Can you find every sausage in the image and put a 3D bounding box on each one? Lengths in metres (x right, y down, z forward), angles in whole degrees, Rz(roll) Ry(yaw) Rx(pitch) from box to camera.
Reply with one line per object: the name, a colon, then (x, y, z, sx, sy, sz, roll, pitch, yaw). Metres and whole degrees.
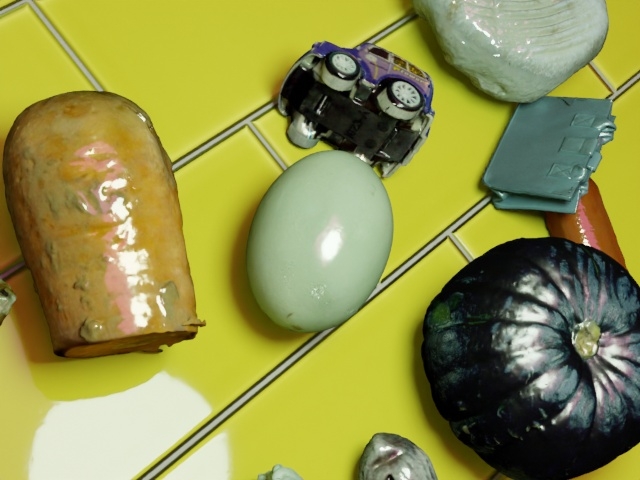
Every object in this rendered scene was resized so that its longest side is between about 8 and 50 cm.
sausage: (0.451, 0.038, 1.746, 0.097, 0.094, 0.348, -14, 74, -3)

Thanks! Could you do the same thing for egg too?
egg: (0.000, 0.000, 1.507, 0.203, 0.203, 0.282, 23, 60, -13)

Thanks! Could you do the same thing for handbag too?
handbag: (0.388, -0.145, 1.755, 0.229, 0.179, 0.062, -61, 144, -29)

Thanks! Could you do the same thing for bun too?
bun: (0.314, -0.399, 1.807, 0.355, 0.194, 0.354, 8, 69, -20)

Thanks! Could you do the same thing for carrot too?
carrot: (-0.290, -0.019, 1.386, 0.224, 0.224, 0.340, -8, 79, -26)

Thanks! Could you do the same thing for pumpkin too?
pumpkin: (0.327, 0.172, 1.544, 0.363, 0.266, 0.363, 8, 71, -23)

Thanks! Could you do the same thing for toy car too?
toy car: (0.060, -0.225, 1.658, 0.235, 0.172, 0.158, 28, 45, -8)

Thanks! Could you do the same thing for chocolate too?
chocolate: (0.130, 0.383, 1.469, 0.110, 0.110, 0.248, -16, 80, -28)

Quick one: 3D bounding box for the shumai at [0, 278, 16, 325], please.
shumai: (-0.503, 0.049, 1.261, 0.222, 0.225, 0.261, 53, 44, 5)

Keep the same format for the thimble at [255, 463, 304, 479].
thimble: (-0.062, 0.390, 1.345, 0.149, 0.185, 0.211, 47, 25, -2)
